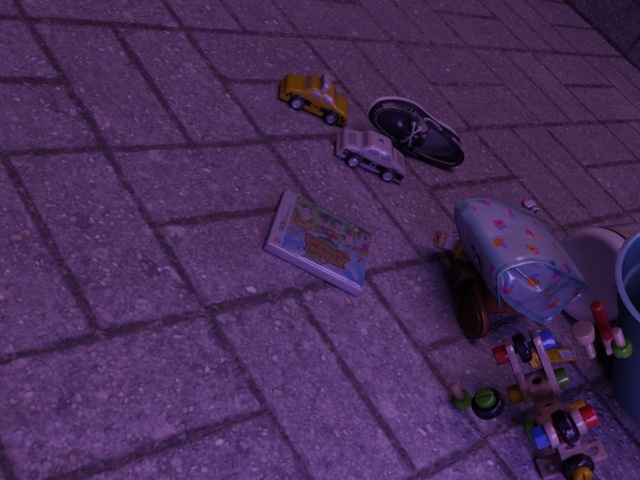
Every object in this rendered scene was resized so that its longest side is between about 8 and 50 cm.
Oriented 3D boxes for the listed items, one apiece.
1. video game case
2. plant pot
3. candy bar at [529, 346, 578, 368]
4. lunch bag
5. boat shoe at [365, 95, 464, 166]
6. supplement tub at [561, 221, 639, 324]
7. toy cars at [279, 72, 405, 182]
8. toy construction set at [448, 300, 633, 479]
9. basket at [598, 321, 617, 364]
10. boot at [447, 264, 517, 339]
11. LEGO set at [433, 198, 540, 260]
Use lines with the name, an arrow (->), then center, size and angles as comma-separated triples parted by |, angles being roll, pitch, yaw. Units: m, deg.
video game case -> 0.000, 0.000, 1.649 | 0.212, 0.023, 0.193 | 27, 37, -10
plant pot -> 0.716, 0.186, 1.560 | 0.340, 0.334, 0.341 | -4, 46, 4
candy bar -> 0.504, 0.252, 1.760 | 0.161, 0.018, 0.040 | 1, 51, -38
lunch bag -> 0.404, 0.032, 1.711 | 0.262, 0.160, 0.223 | 21, 33, -38
boat shoe -> 0.251, -0.274, 2.064 | 0.302, 0.114, 0.091 | 15, 37, -30
supplement tub -> 0.727, 0.074, 1.956 | 0.316, 0.228, 0.228 | -5, 51, -41
toy cars -> 0.065, -0.291, 1.973 | 0.394, 0.087, 0.176 | 47, 38, 16
toy construction set -> 0.451, 0.293, 1.487 | 0.257, 0.309, 0.237 | 33, -20, 52
basket -> 0.742, 0.282, 1.805 | 0.204, 0.154, 0.227 | 13, 35, -47
boot -> 0.363, 0.139, 1.737 | 0.152, 0.073, 0.197 | 18, 42, -27
LEGO set -> 0.367, -0.014, 1.886 | 0.286, 0.132, 0.107 | -15, 37, -19
